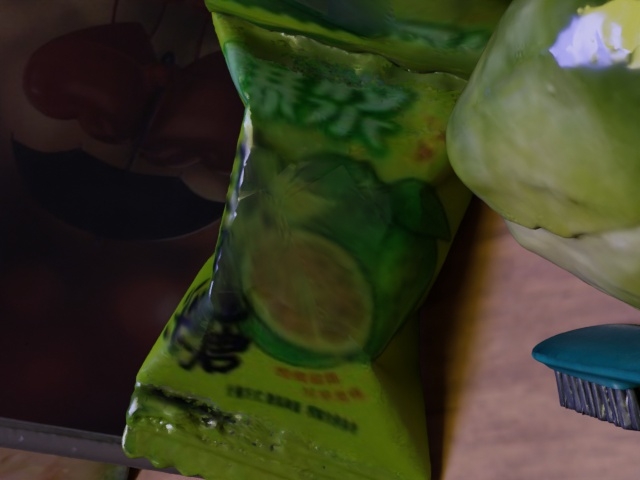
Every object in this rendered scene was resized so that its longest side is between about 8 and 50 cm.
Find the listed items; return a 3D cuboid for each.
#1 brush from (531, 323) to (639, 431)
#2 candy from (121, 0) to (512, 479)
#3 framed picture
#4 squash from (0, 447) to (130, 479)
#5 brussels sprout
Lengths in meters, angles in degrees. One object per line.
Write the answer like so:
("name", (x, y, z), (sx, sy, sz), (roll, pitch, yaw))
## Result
("brush", (0.117, 0.047, 0.468), (0.193, 0.043, 0.032), (-175, 72, -77))
("candy", (0.000, 0.000, 0.632), (0.069, 0.149, 0.246), (-32, -43, -77))
("framed picture", (-0.095, -0.016, 0.687), (0.020, 0.211, 0.289), (-110, 37, -57))
("squash", (-0.287, 0.007, 0.925), (0.263, 0.263, 0.384), (-55, 44, 38))
("brussels sprout", (0.121, -0.040, 0.443), (0.117, 0.155, 0.155), (-51, 27, -21))
